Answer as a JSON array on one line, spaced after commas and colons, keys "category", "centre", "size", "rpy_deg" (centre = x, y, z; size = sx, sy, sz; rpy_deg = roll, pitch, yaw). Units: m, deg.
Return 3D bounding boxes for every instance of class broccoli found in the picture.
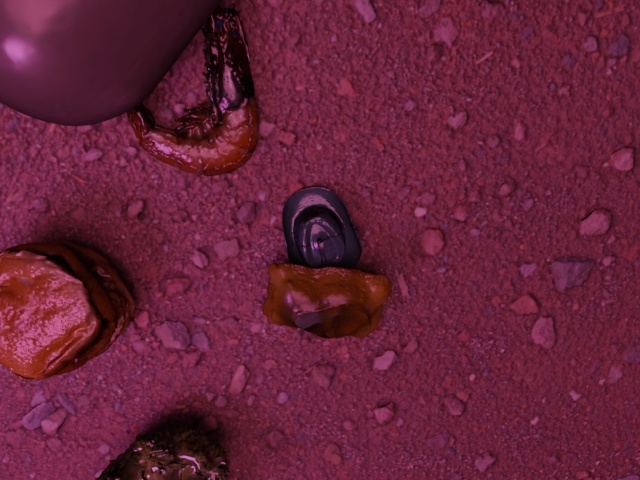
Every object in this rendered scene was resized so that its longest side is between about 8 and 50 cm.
[{"category": "broccoli", "centre": [-0.296, 0.497, 0.953], "size": [0.260, 0.235, 0.288], "rpy_deg": [16, 109, 15]}]

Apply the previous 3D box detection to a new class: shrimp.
[{"category": "shrimp", "centre": [-0.214, -0.250, 0.826], "size": [0.222, 0.054, 0.290], "rpy_deg": [0, 110, -6]}]

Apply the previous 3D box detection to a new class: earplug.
[{"category": "earplug", "centre": [-0.310, -0.348, 0.655], "size": [0.313, 0.312, 0.394], "rpy_deg": [37, 100, -15]}]

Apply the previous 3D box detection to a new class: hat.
[{"category": "hat", "centre": [0.000, 0.000, 0.909], "size": [0.138, 0.078, 0.190], "rpy_deg": [-19, 107, 1]}]

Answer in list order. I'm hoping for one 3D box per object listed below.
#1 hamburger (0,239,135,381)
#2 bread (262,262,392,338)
[{"category": "hamburger", "centre": [-0.456, 0.113, 0.853], "size": [0.245, 0.163, 0.244], "rpy_deg": [0, 105, 1]}, {"category": "bread", "centre": [0.011, 0.117, 0.917], "size": [0.233, 0.088, 0.160], "rpy_deg": [2, 143, -7]}]
